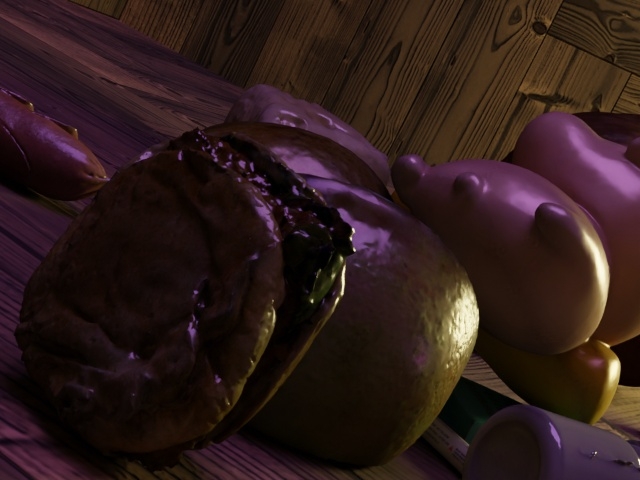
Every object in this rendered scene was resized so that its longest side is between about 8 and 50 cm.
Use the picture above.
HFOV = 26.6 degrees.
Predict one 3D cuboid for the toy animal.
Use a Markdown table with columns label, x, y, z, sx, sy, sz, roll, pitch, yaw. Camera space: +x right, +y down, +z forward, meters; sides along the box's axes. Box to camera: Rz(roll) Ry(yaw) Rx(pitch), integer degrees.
| label | x | y | z | sx | sy | sz | roll | pitch | yaw |
| --- | --- | --- | --- | --- | --- | --- | --- | --- | --- |
| toy animal | 0.210 | -0.021 | 1.242 | 0.277 | 0.247 | 0.345 | 47 | -6 | 38 |

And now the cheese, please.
| label | x | y | z | sx | sy | sz | roll | pitch | yaw |
| --- | --- | --- | --- | --- | --- | --- | --- | --- | --- |
| cheese | -0.071 | -0.116 | 1.851 | 0.248 | 0.174 | 0.251 | 33 | 17 | 36 |

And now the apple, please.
| label | x | y | z | sx | sy | sz | roll | pitch | yaw |
| --- | --- | --- | --- | --- | --- | --- | --- | --- | --- |
| apple | -0.005 | 0.056 | 0.975 | 0.265 | 0.193 | 0.120 | 27 | 18 | -14 |

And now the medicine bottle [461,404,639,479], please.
| label | x | y | z | sx | sy | sz | roll | pitch | yaw |
| --- | --- | --- | --- | --- | --- | --- | --- | --- | --- |
| medicine bottle | 0.197 | 0.190 | 1.019 | 0.168 | 0.105 | 0.105 | 20 | 10 | -32 |

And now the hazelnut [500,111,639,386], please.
| label | x | y | z | sx | sy | sz | roll | pitch | yaw |
| --- | --- | --- | --- | --- | --- | --- | --- | --- | --- |
| hazelnut | 0.394 | 0.022 | 1.893 | 0.421 | 0.352 | 0.421 | 62 | 5 | -9 |

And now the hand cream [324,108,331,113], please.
| label | x | y | z | sx | sy | sz | roll | pitch | yaw |
| --- | --- | --- | --- | --- | --- | --- | --- | --- | --- |
| hand cream | 0.005 | -0.123 | 2.053 | 0.111 | 0.070 | 0.312 | 15 | -19 | 25 |

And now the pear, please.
| label | x | y | z | sx | sy | sz | roll | pitch | yaw |
| --- | --- | --- | --- | --- | --- | --- | --- | --- | --- |
| pear | -0.039 | -0.005 | 1.178 | 0.211 | 0.188 | 0.228 | 16 | 13 | 9 |

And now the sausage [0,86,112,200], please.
| label | x | y | z | sx | sy | sz | roll | pitch | yaw |
| --- | --- | --- | --- | --- | --- | --- | --- | --- | --- |
| sausage | -0.390 | -0.148 | 1.376 | 0.433 | 0.088 | 0.088 | 28 | 9 | 16 |

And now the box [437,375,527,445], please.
| label | x | y | z | sx | sy | sz | roll | pitch | yaw |
| --- | --- | --- | --- | --- | --- | --- | --- | --- | --- |
| box | 0.213 | 0.195 | 1.241 | 0.229 | 0.041 | 0.162 | 25 | 8 | -12 |

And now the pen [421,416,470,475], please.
| label | x | y | z | sx | sy | sz | roll | pitch | yaw |
| --- | --- | --- | --- | --- | --- | --- | --- | --- | --- |
| pen | 0.104 | 0.169 | 1.138 | 0.025 | 0.025 | 0.204 | 21 | 9 | -33 |

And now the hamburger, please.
| label | x | y | z | sx | sy | sz | roll | pitch | yaw |
| --- | --- | --- | --- | --- | --- | --- | --- | --- | --- |
| hamburger | -0.082 | 0.035 | 0.834 | 0.183 | 0.206 | 0.130 | 34 | -8 | 36 |
